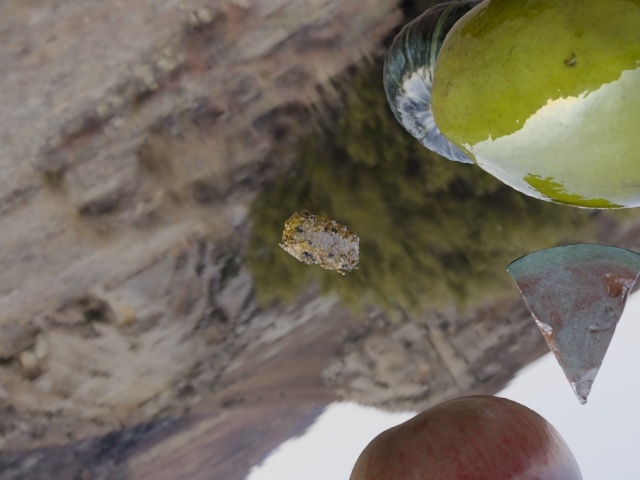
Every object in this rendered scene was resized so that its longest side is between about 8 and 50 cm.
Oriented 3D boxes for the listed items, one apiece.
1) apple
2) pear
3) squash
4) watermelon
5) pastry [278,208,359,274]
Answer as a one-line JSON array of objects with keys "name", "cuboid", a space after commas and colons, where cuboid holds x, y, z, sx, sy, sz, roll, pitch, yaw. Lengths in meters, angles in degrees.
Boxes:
[{"name": "apple", "cuboid": [0.188, 0.352, 1.794, 0.345, 0.269, 0.344, -19, 136, -19]}, {"name": "pear", "cuboid": [0.258, -0.150, 1.260, 0.307, 0.253, 0.253, -7, -166, 37]}, {"name": "squash", "cuboid": [0.217, -0.230, 1.930, 0.252, 0.252, 0.165, -34, -164, 53]}, {"name": "watermelon", "cuboid": [0.285, 0.111, 1.555, 0.202, 0.136, 0.207, -48, 147, -43]}, {"name": "pastry", "cuboid": [0.000, 0.000, 1.992, 0.056, 0.080, 0.140, -24, 142, 39]}]
